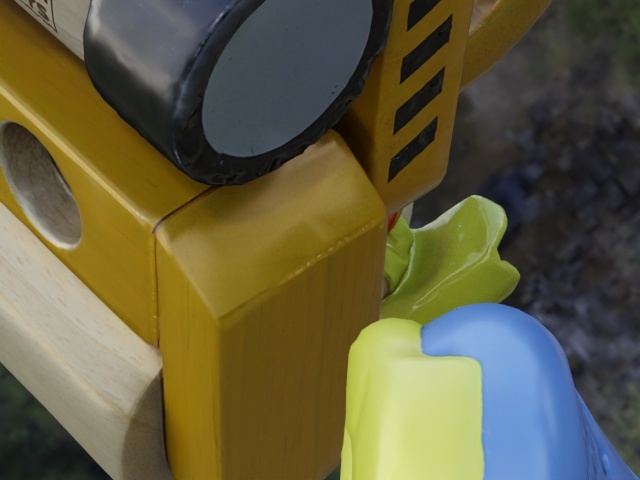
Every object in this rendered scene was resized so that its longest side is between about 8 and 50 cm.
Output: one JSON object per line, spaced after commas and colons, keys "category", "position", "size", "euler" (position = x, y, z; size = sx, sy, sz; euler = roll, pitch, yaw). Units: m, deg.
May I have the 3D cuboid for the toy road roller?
{"category": "toy road roller", "position": [-0.021, -0.077, 0.752], "size": [0.240, 0.330, 0.202], "euler": [-31, 57, -29]}

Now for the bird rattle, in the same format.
{"category": "bird rattle", "position": [0.000, 0.000, 1.197], "size": [0.143, 0.207, 0.253], "euler": [11, 19, 36]}

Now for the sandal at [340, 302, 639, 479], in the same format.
{"category": "sandal", "position": [0.092, 0.112, 0.499], "size": [0.138, 0.317, 0.126], "euler": [-7, 58, 19]}
